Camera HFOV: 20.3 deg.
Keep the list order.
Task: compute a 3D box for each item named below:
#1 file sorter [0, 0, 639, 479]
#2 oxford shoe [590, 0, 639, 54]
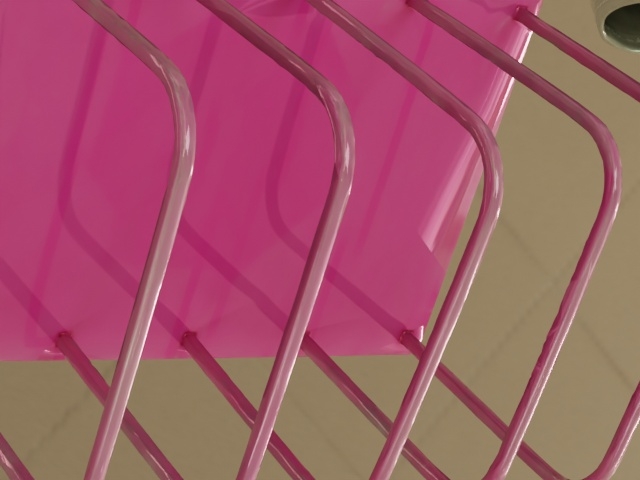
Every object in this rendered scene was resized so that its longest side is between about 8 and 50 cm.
[{"bbox_3d":[0.000,0.000,0.761,0.290,0.182,0.202,2,117,-37],"label":"file sorter"},{"bbox_3d":[0.249,-0.184,0.892,0.169,0.449,0.130,-5,85,-14],"label":"oxford shoe"}]
